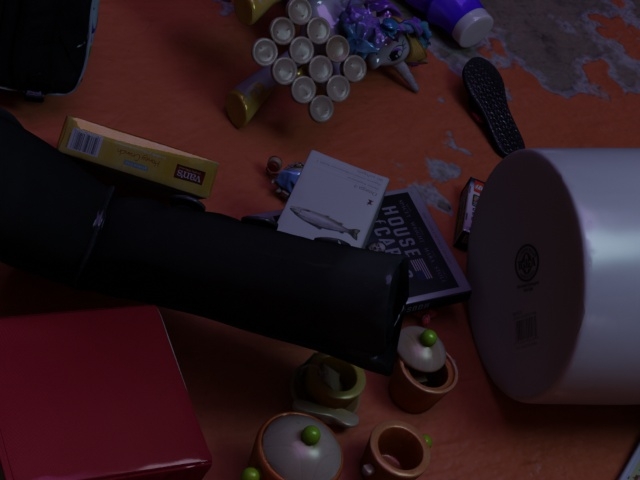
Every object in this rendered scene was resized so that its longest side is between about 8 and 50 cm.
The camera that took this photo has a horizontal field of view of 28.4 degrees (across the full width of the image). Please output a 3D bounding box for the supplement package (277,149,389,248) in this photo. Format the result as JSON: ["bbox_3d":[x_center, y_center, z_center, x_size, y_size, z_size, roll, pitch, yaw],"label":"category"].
[{"bbox_3d":[0.000,0.000,1.498,0.105,0.105,0.179,21,50,3],"label":"supplement package"}]

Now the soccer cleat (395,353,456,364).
[{"bbox_3d":[0.126,0.137,1.538,0.083,0.029,0.036,12,50,-10],"label":"soccer cleat"}]

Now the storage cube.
[{"bbox_3d":[-0.239,0.194,1.197,0.193,0.184,0.215,-4,52,-31],"label":"storage cube"}]

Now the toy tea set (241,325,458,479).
[{"bbox_3d":[0.048,0.196,1.376,0.200,0.124,0.336,27,44,0],"label":"toy tea set"}]

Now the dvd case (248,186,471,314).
[{"bbox_3d":[0.048,0.023,1.581,0.238,0.030,0.179,-11,55,-22],"label":"dvd case"}]

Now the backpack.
[{"bbox_3d":[-0.380,-0.325,1.559,0.225,0.254,0.191,7,28,-18],"label":"backpack"}]

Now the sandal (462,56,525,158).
[{"bbox_3d":[0.254,-0.195,1.905,0.067,0.040,0.179,-8,69,-25],"label":"sandal"}]

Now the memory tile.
[{"bbox_3d":[-0.014,-0.237,1.658,0.148,0.012,0.113,43,75,-24],"label":"memory tile"}]

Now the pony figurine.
[{"bbox_3d":[-0.008,-0.352,1.787,0.363,0.302,0.351,-21,93,-42],"label":"pony figurine"}]

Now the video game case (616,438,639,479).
[{"bbox_3d":[0.482,0.297,1.568,0.193,0.023,0.212,37,45,9],"label":"video game case"}]

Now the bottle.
[{"bbox_3d":[0.171,-0.429,2.033,0.118,0.092,0.283,-14,58,-36],"label":"bottle"}]

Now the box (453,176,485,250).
[{"bbox_3d":[0.289,-0.004,1.740,0.207,0.036,0.114,22,44,-6],"label":"box"}]

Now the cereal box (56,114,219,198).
[{"bbox_3d":[-0.217,-0.090,1.455,0.173,0.240,0.047,17,88,-12],"label":"cereal box"}]

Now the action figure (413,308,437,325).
[{"bbox_3d":[0.132,0.062,1.608,0.038,0.030,0.115,6,50,-6],"label":"action figure"}]

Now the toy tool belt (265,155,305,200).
[{"bbox_3d":[-0.037,-0.077,1.639,0.083,0.052,0.051,28,35,1],"label":"toy tool belt"}]

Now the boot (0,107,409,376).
[{"bbox_3d":[-0.137,0.011,1.247,0.445,0.367,0.146,18,85,11],"label":"boot"}]

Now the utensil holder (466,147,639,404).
[{"bbox_3d":[0.414,0.040,1.546,0.385,0.328,0.328,1,50,-19],"label":"utensil holder"}]
